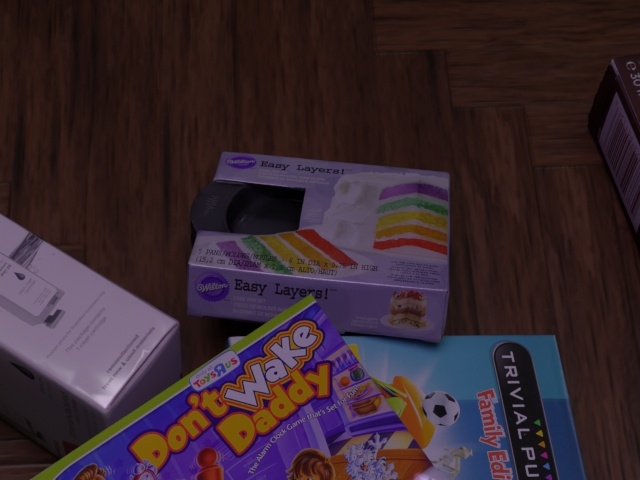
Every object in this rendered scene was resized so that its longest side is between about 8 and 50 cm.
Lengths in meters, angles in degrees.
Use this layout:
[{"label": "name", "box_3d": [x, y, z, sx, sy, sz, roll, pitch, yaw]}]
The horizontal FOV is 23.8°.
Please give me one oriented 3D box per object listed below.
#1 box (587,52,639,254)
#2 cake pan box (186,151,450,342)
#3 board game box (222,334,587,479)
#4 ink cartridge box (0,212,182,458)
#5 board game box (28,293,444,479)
[{"label": "box", "box_3d": [0.510, -0.120, 1.658, 0.381, 0.143, 0.191, -11, 61, -10]}, {"label": "cake pan box", "box_3d": [0.000, 0.000, 1.552, 0.267, 0.070, 0.246, 6, 29, 3]}, {"label": "board game box", "box_3d": [0.082, 0.217, 1.443, 0.336, 0.079, 0.253, 0, 59, -14]}, {"label": "ink cartridge box", "box_3d": [-0.277, 0.097, 1.464, 0.283, 0.207, 0.117, 30, 62, 15]}, {"label": "board game box", "box_3d": [-0.085, 0.238, 1.306, 0.347, 0.078, 0.233, -34, 59, -5]}]
